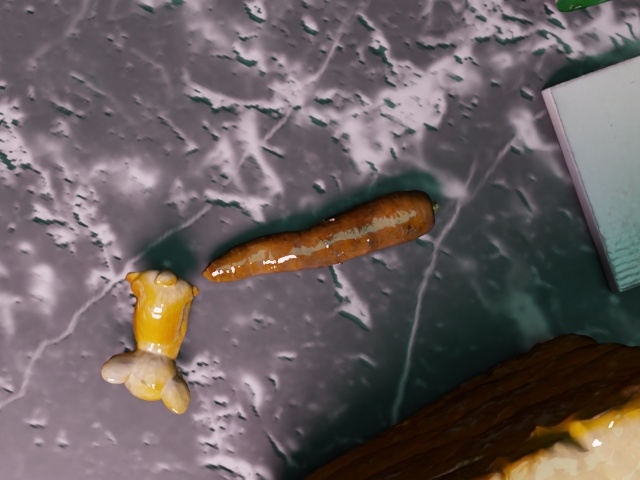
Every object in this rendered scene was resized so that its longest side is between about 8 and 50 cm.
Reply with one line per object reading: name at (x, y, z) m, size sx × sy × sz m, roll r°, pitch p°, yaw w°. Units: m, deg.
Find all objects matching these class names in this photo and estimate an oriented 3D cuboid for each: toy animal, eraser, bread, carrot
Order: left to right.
toy animal at (-0.106, 0.066, 1.187) m, size 0.060 × 0.081 × 0.083 m, roll 14°, pitch 67°, yaw -11°
carrot at (0.001, 0.002, 1.222) m, size 0.165 × 0.035 × 0.036 m, roll -18°, pitch 92°, yaw -6°
bread at (0.117, 0.204, 1.116) m, size 0.279 × 0.279 × 0.207 m, roll -29°, pitch 95°, yaw -11°
eraser at (0.224, -0.051, 1.262) m, size 0.104 × 0.023 × 0.150 m, roll -20°, pitch 93°, yaw -8°

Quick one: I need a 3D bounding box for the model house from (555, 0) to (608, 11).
model house at (0.225, -0.228, 1.230) m, size 0.167 × 0.117 × 0.088 m, roll -17°, pitch 76°, yaw -7°
